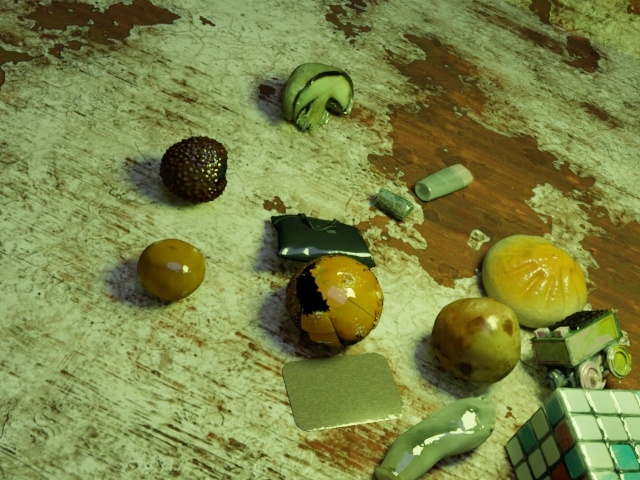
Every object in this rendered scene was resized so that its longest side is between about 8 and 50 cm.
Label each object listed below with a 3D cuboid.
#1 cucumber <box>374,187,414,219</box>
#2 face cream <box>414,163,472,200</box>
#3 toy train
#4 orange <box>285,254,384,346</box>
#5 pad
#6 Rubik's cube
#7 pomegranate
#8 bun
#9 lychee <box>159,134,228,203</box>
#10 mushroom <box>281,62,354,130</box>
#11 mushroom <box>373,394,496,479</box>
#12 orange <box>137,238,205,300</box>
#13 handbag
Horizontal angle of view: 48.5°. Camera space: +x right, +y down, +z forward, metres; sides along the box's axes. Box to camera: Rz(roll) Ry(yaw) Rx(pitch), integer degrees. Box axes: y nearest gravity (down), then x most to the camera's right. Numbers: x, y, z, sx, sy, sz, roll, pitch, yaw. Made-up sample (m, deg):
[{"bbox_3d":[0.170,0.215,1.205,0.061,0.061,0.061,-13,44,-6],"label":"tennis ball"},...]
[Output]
[{"bbox_3d":[0.208,-0.107,2.037,0.112,0.064,0.064,33,47,12],"label":"cucumber"},{"bbox_3d":[0.375,-0.177,2.166,0.198,0.057,0.084,-22,59,-36],"label":"face cream"},{"bbox_3d":[0.650,0.278,1.759,0.261,0.134,0.177,-18,92,-33],"label":"toy train"},{"bbox_3d":[0.034,0.141,1.671,0.235,0.182,0.234,15,45,-15],"label":"orange"},{"bbox_3d":[0.053,0.340,1.618,0.266,0.002,0.176,-2,51,-21],"label":"pad"},{"bbox_3d":[0.589,0.482,1.507,0.259,0.253,0.256,4,48,-18],"label":"Rubik's cube"},{"bbox_3d":[0.376,0.227,1.691,0.215,0.215,0.215,10,47,-11],"label":"pomegranate"},{"bbox_3d":[0.595,0.093,1.925,0.299,0.164,0.298,10,48,-12],"label":"bun"},{"bbox_3d":[-0.326,-0.186,1.845,0.188,0.188,0.188,10,47,-11],"label":"lychee"},{"bbox_3d":[-0.030,-0.464,2.193,0.267,0.189,0.164,-28,49,-35],"label":"mushroom"},{"bbox_3d":[0.256,0.435,1.546,0.351,0.097,0.109,-20,56,-28],"label":"mushroom"},{"bbox_3d":[-0.344,0.069,1.641,0.156,0.124,0.156,9,30,-5],"label":"orange"},{"bbox_3d":[0.000,0.000,1.833,0.254,0.088,0.211,6,28,-14],"label":"handbag"}]
